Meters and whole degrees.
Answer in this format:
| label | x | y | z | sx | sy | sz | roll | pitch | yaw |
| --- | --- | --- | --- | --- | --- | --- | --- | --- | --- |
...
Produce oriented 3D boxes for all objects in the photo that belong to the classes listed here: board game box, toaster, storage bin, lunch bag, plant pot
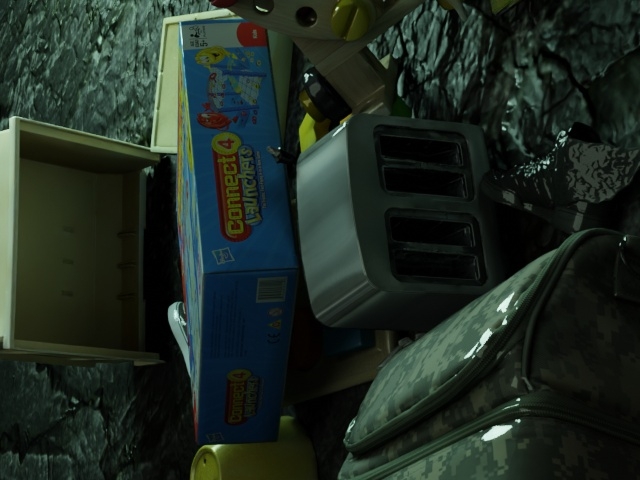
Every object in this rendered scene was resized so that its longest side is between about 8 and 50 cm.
| label | x | y | z | sx | sy | sz | roll | pitch | yaw |
| --- | --- | --- | --- | --- | --- | --- | --- | --- | --- |
| board game box | -0.089 | -0.005 | 1.591 | 0.308 | 0.086 | 0.302 | 98 | 167 | -53 |
| toaster | 0.065 | -0.014 | 1.390 | 0.110 | 0.185 | 0.168 | -38 | 53 | 55 |
| storage bin | -0.301 | 0.014 | 1.924 | 0.123 | 0.260 | 0.262 | -10 | 76 | 40 |
| lunch bag | 0.150 | 0.152 | 1.206 | 0.305 | 0.212 | 0.256 | -41 | 34 | 54 |
| plant pot | -0.077 | 0.247 | 1.665 | 0.134 | 0.095 | 0.134 | -14 | 74 | 58 |

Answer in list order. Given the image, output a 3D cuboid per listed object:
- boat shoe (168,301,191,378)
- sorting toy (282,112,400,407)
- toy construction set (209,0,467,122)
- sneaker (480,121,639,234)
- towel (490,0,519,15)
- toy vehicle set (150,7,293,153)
| label | x | y | z | sx | sy | sz | roll | pitch | yaw |
| --- | --- | --- | --- | --- | --- | --- | --- | --- | --- |
| boat shoe | -0.135 | 0.118 | 1.836 | 0.040 | 0.049 | 0.142 | -35 | 46 | 10 |
| sorting toy | 0.000 | 0.000 | 1.630 | 0.229 | 0.041 | 0.307 | -26 | 63 | 54 |
| toy construction set | 0.057 | -0.213 | 1.445 | 0.237 | 0.257 | 0.309 | 56 | 173 | -17 |
| sneaker | 0.200 | -0.057 | 1.307 | 0.170 | 0.051 | 0.089 | 31 | 111 | 51 |
| towel | 0.166 | -0.245 | 1.429 | 0.060 | 0.009 | 0.083 | -37 | 54 | 52 |
| toy vehicle set | -0.116 | -0.179 | 1.855 | 0.267 | 0.035 | 0.166 | 7 | 91 | 59 |
